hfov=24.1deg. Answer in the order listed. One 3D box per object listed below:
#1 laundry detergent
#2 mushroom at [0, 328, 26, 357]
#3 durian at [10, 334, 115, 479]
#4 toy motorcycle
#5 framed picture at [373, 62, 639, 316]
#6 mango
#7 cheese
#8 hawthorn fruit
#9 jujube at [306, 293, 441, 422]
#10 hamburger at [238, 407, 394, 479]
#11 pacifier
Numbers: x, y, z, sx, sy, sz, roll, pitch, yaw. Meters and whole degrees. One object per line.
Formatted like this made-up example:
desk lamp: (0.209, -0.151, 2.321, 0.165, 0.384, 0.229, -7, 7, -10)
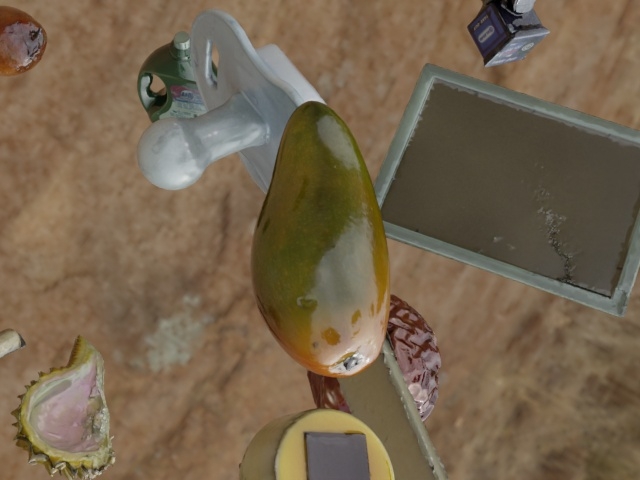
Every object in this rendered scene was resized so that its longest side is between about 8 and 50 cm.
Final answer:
laundry detergent: (-0.197, -0.222, 2.128, 0.211, 0.137, 0.063, 86, 21, -59)
mushroom: (-0.406, 0.159, 1.780, 0.187, 0.061, 0.060, -47, 141, -44)
durian: (-0.328, 0.223, 1.953, 0.078, 0.140, 0.224, 107, -9, -46)
toy motorcycle: (0.322, -0.412, 2.111, 0.125, 0.212, 0.358, -16, 163, -36)
framed picture: (0.213, -0.057, 1.607, 0.018, 0.293, 0.231, 92, 19, -61)
mango: (0.004, 0.004, 1.473, 0.146, 0.129, 0.289, 36, 42, -32)
cheese: (0.090, 0.237, 1.708, 0.085, 0.400, 0.034, -39, 138, 20)
hawthorn fruit: (-0.347, -0.224, 1.693, 0.081, 0.093, 0.081, -15, 112, -42)
jujube: (0.079, 0.181, 2.213, 0.213, 0.232, 0.213, -8, 128, -10)
hamburger: (0.001, 0.197, 1.200, 0.141, 0.126, 0.081, -12, 165, -33)
pacifier: (-0.112, -0.122, 1.741, 0.226, 0.287, 0.238, -23, 153, -25)
